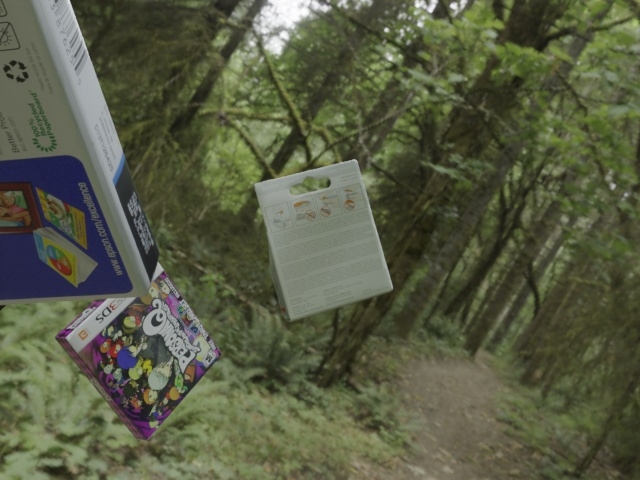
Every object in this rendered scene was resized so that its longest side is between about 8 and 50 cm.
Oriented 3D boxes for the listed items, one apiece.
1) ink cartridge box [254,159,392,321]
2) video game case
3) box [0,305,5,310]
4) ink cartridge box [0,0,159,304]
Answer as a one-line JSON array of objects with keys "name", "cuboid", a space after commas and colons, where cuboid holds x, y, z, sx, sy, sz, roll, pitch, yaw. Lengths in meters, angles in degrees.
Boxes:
[{"name": "ink cartridge box", "cuboid": [0.000, 0.000, 0.965, 0.045, 0.145, 0.179, 153, -79, -76]}, {"name": "video game case", "cuboid": [-0.295, 0.178, 1.254, 0.042, 0.210, 0.232, -6, -57, 44]}, {"name": "box", "cuboid": [-0.385, -0.086, 0.829, 0.060, 0.216, 0.270, 7, -41, 44]}, {"name": "ink cartridge box", "cuboid": [-0.310, -0.071, 0.559, 0.307, 0.072, 0.303, -3, -47, 7]}]
